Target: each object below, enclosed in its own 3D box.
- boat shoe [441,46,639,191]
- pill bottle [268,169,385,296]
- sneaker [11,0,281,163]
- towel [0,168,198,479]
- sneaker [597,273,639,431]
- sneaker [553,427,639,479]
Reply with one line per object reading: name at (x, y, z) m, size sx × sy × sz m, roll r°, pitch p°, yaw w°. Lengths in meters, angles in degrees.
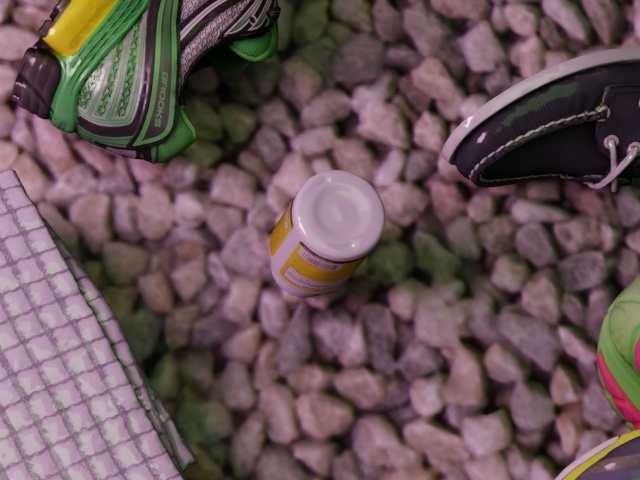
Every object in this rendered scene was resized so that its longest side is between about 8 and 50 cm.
boat shoe at (0.236, -0.088, 1.312) m, size 0.303 × 0.114 × 0.091 m, roll -20°, pitch 71°, yaw -20°
pill bottle at (0.000, 0.000, 1.214) m, size 0.065 × 0.116 × 0.065 m, roll 5°, pitch 70°, yaw -14°
sneaker at (-0.080, -0.204, 1.276) m, size 0.146 × 0.134 × 0.343 m, roll 33°, pitch 75°, yaw -9°
towel at (-0.226, 0.128, 1.111) m, size 0.235 × 0.121 × 0.283 m, roll -27°, pitch 78°, yaw -24°
sneaker at (0.420, 0.172, 1.230) m, size 0.483 × 0.185 × 0.202 m, roll 45°, pitch 70°, yaw 3°
sneaker at (0.161, 0.240, 1.139) m, size 0.300 × 0.121 × 0.111 m, roll -45°, pitch 95°, yaw -9°
